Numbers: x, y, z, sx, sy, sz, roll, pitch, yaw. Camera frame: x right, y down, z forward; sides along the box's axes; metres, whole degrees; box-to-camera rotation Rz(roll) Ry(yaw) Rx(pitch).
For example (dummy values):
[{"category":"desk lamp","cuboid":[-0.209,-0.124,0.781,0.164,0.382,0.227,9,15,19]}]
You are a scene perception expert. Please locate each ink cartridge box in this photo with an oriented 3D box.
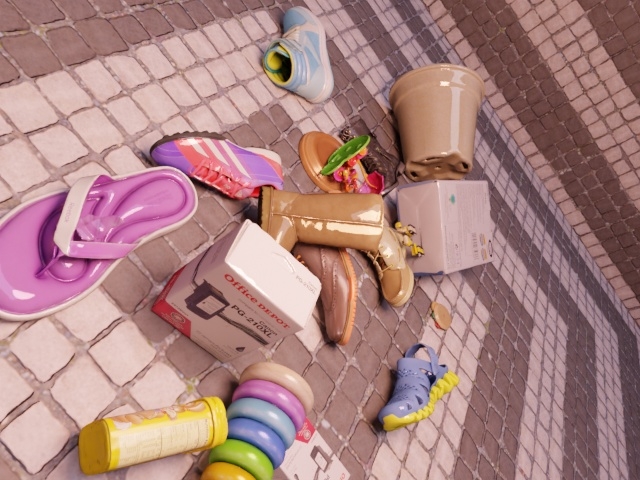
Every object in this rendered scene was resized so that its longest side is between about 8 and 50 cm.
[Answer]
[{"category":"ink cartridge box","cuboid":[-0.027,0.418,0.887,0.151,0.063,0.109,54,39,-8]},{"category":"ink cartridge box","cuboid":[-0.143,0.096,0.823,0.172,0.237,0.100,43,42,-20]},{"category":"ink cartridge box","cuboid":[0.411,-0.046,1.515,0.395,0.151,0.270,-7,93,-46]}]

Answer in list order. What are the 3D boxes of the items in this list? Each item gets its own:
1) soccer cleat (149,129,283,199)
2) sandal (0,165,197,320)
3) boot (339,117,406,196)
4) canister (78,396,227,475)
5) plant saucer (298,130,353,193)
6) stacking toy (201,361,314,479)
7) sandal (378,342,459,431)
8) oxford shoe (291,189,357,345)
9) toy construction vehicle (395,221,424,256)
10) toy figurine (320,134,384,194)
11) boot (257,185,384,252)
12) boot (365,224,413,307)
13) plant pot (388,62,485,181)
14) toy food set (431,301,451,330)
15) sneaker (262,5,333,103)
[{"category":"soccer cleat","cuboid":[-0.199,-0.145,1.022,0.318,0.108,0.117,4,69,-49]},{"category":"sandal","cuboid":[-0.350,-0.037,0.788,0.169,0.102,0.416,53,40,-9]},{"category":"boot","cuboid":[0.141,-0.248,1.480,0.229,0.091,0.263,45,37,-10]},{"category":"canister","cuboid":[-0.238,0.278,0.698,0.169,0.126,0.074,5,63,-44]},{"category":"plant saucer","cuboid":[0.025,-0.222,1.362,0.199,0.037,0.200,26,50,-34]},{"category":"stacking toy","cuboid":[-0.122,0.357,0.753,0.141,0.141,0.330,46,39,-17]},{"category":"sandal","cuboid":[0.217,0.343,1.165,0.317,0.126,0.138,-14,74,-59]},{"category":"oxford shoe","cuboid":[0.000,0.061,1.124,0.132,0.130,0.364,-2,71,-15]},{"category":"toy construction vehicle","cuboid":[0.243,-0.001,1.346,0.098,0.035,0.086,24,50,-48]},{"category":"toy figurine","cuboid":[0.102,-0.168,1.311,0.173,0.130,0.159,-48,115,-27]},{"category":"boot","cuboid":[0.000,0.000,1.034,0.269,0.089,0.237,5,82,-14]},{"category":"boot","cuboid":[0.145,0.032,1.281,0.203,0.095,0.262,35,39,-30]},{"category":"plant pot","cuboid":[0.399,-0.371,1.673,0.333,0.333,0.306,20,65,-39]},{"category":"toy food set","cuboid":[0.361,0.228,1.459,0.083,0.020,0.083,32,47,-31]},{"category":"sneaker","cuboid":[-0.084,-0.557,1.382,0.208,0.127,0.319,3,64,-48]}]
